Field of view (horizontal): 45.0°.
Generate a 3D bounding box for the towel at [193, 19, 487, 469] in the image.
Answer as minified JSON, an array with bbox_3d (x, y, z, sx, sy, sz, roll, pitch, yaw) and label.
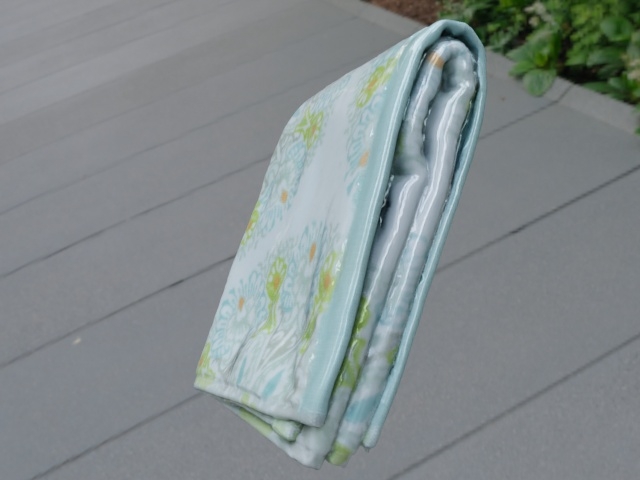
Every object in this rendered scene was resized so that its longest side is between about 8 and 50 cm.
[{"bbox_3d":[0.000,0.000,0.735,0.320,0.090,0.375,-2,66,66],"label":"towel"}]
